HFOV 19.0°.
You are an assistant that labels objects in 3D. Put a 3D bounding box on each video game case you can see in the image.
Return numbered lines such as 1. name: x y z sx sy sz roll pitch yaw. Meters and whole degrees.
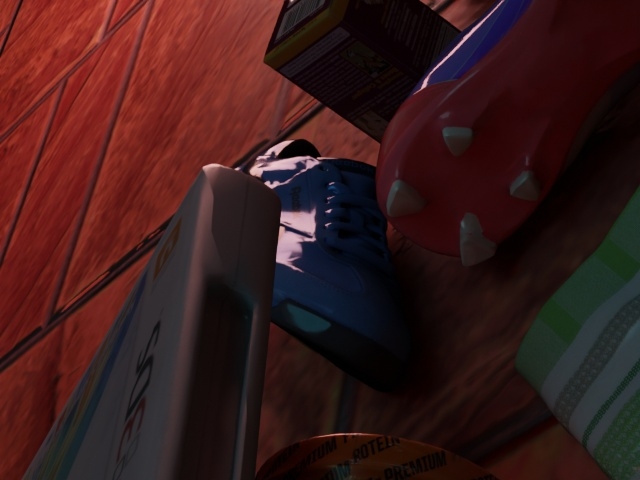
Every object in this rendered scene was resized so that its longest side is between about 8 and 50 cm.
1. video game case: -0.107 0.173 0.610 0.329 0.036 0.300 -58 14 27

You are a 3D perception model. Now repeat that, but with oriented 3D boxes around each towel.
1. towel: 0.118 0.024 0.617 0.113 0.023 0.152 -53 22 5

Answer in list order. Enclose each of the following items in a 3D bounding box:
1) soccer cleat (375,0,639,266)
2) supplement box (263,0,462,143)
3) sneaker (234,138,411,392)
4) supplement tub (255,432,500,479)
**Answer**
1. soccer cleat: 0.108 -0.093 0.729 0.248 0.083 0.095 -48 19 26
2. supplement box: 0.025 -0.084 0.872 0.055 0.083 0.043 -30 33 47
3. sneaker: 0.000 0.000 0.832 0.082 0.069 0.209 -51 22 2
4. supplement tub: 0.004 0.157 0.543 0.117 0.117 0.190 -33 31 44
